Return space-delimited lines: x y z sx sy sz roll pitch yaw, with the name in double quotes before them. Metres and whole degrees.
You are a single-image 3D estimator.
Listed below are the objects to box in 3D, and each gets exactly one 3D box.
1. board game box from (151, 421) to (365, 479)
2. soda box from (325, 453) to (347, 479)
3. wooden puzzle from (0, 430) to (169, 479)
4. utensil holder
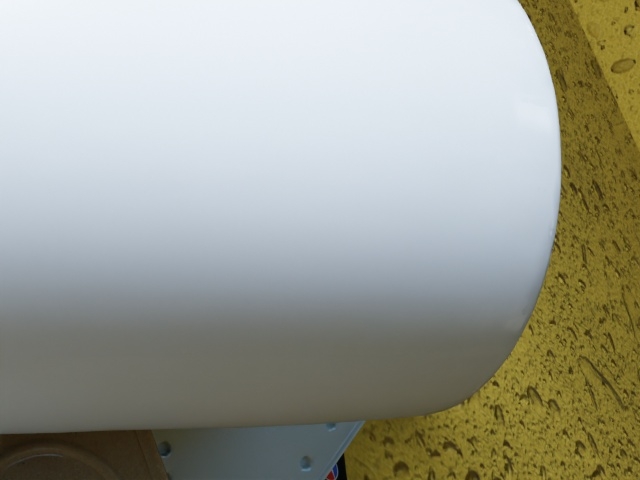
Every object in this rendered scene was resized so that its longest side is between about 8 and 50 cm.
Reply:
"board game box" -0.130 0.058 0.963 0.390 0.050 0.390 47 67 -24
"soda box" -0.016 0.193 1.212 0.060 0.053 0.169 28 44 -43
"wooden puzzle" -0.216 0.248 0.757 0.322 0.080 0.348 -8 68 -35
"utensil holder" -0.101 -0.048 0.755 0.385 0.327 0.328 3 62 -29
